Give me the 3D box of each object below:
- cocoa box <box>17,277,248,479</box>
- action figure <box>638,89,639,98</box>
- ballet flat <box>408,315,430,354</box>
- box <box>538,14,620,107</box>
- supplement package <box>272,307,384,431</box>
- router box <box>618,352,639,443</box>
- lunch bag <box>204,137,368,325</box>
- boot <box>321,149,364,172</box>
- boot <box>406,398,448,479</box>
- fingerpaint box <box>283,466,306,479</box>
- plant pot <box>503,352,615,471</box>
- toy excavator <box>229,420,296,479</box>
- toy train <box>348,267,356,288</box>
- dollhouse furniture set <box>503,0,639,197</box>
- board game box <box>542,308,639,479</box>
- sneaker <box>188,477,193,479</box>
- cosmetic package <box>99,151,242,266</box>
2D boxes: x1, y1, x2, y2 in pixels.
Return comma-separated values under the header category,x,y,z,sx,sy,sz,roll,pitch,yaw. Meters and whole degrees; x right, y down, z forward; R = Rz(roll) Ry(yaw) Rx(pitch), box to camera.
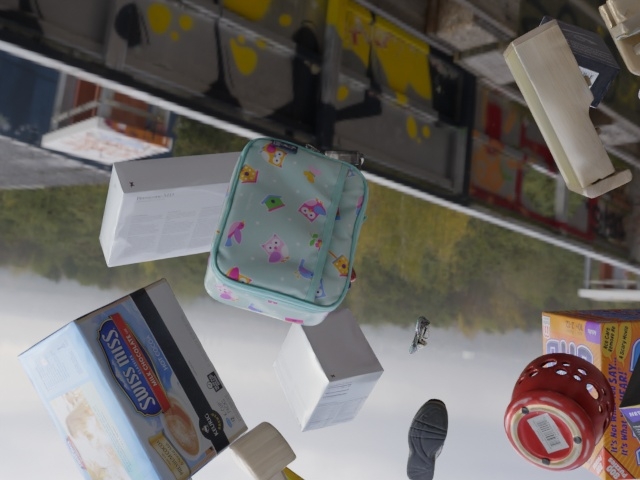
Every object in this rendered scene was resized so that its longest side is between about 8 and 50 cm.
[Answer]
category,x,y,z,sx,sy,sz,roll,pitch,yaw
cocoa box,-0.353,0.290,1.368,0.231,0.347,0.228,-28,180,37
action figure,0.818,-0.304,1.494,0.248,0.370,0.276,15,-155,36
ballet flat,0.252,0.246,1.824,0.041,0.114,0.041,10,-155,-5
box,0.583,-0.421,1.695,0.153,0.207,0.108,18,126,-6
supplement package,0.012,0.298,1.686,0.149,0.194,0.203,-5,138,-30
router box,0.608,0.274,1.169,0.081,0.243,0.309,-27,-172,42
lunch bag,-0.043,-0.020,1.119,0.224,0.279,0.108,17,153,-6
boot,0.042,-0.070,1.514,0.091,0.228,0.263,1,-176,5
boot,0.258,0.433,1.716,0.085,0.236,0.178,12,-152,11
fingerpaint box,-0.098,0.974,2.196,0.371,0.444,0.163,31,160,15
plant pot,0.454,0.337,1.403,0.191,0.191,0.174,0,-162,34
toy excavator,0.027,0.565,1.218,0.222,0.432,0.445,-33,-147,-22
toy train,0.000,0.000,1.770,0.105,0.248,0.143,-24,-166,15
dollhouse furniture set,0.514,-0.267,1.073,0.394,0.256,0.362,-26,-177,12
board game box,0.788,0.359,1.790,0.357,0.356,0.356,-1,178,-4
sneaker,-0.384,0.583,1.514,0.163,0.226,0.086,14,-159,-49
cosmetic package,-0.309,-0.078,1.708,0.377,0.097,0.284,-9,151,-30
